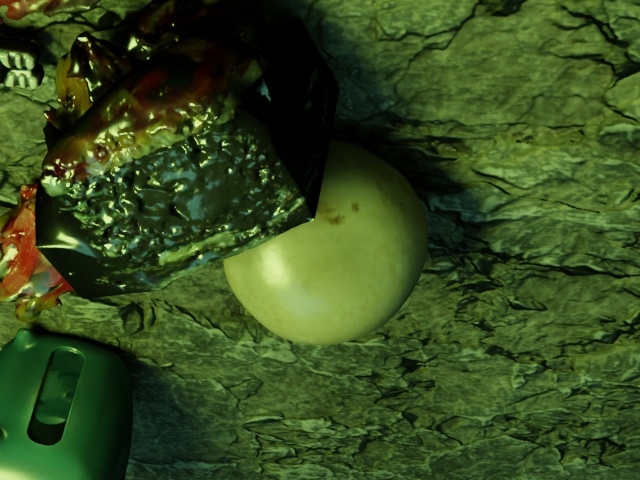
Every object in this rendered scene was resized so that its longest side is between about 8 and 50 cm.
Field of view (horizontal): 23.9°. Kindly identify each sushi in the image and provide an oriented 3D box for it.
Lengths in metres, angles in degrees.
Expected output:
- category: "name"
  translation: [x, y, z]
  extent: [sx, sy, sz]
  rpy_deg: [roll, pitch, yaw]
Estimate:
- category: "sushi"
  translation: [-0.136, -0.096, 1.337]
  extent: [0.227, 0.215, 0.212]
  rpy_deg: [-8, 142, 24]

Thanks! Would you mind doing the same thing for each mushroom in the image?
- category: "mushroom"
  translation: [0.000, 0.000, 1.503]
  extent: [0.204, 0.204, 0.204]
  rpy_deg: [6, 146, 4]

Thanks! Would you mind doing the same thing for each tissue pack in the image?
- category: "tissue pack"
  translation: [-0.331, 0.248, 1.826]
  extent: [0.198, 0.287, 0.206]
  rpy_deg: [10, 129, 0]

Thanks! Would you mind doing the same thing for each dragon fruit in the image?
- category: "dragon fruit"
  translation: [-0.280, 0.007, 1.598]
  extent: [0.150, 0.207, 0.133]
  rpy_deg: [35, 160, 53]

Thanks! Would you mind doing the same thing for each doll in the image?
- category: "doll"
  translation: [-0.368, -0.174, 1.410]
  extent: [0.219, 0.067, 0.091]
  rpy_deg: [9, 150, 3]

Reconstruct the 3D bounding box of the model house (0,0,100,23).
- category: "model house"
  translation: [-0.254, -0.302, 1.084]
  extent: [0.160, 0.196, 0.254]
  rpy_deg: [-15, 139, 34]
